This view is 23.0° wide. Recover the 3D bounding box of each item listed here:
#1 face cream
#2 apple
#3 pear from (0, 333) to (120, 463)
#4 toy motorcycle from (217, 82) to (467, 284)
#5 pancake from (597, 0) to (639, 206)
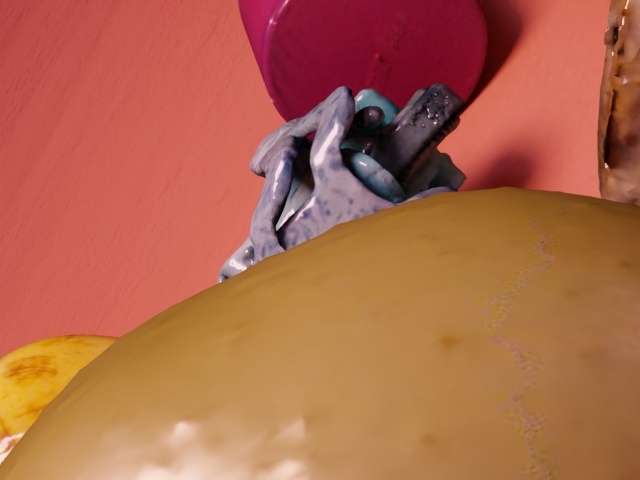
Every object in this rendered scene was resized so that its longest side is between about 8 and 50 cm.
[{"bbox_3d":[0.025,-0.186,1.229,0.175,0.175,0.195,-45,30,18],"label":"face cream"},{"bbox_3d":[0.059,0.201,0.532,0.473,0.473,0.474,-37,34,30],"label":"apple"},{"bbox_3d":[-0.145,0.194,1.016,0.280,0.280,0.281,-37,34,30],"label":"pear"},{"bbox_3d":[0.000,0.000,1.083,0.206,0.154,0.260,-48,-1,-38],"label":"toy motorcycle"},{"bbox_3d":[0.196,-0.144,0.803,0.082,0.387,0.387,7,57,12],"label":"pancake"}]
